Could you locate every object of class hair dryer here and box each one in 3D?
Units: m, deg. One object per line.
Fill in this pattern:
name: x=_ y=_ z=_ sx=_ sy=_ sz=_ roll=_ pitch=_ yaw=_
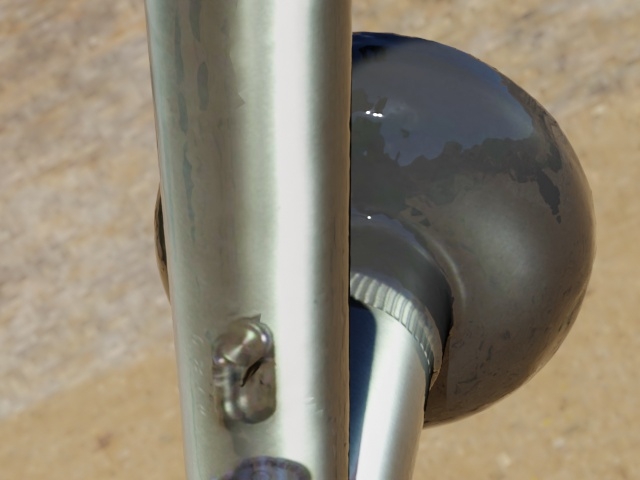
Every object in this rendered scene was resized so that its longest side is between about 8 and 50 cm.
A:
hair dryer: x=0.018 y=-0.005 z=0.508 sx=0.156 sy=0.284 sz=0.320 roll=18 pitch=24 yaw=1
